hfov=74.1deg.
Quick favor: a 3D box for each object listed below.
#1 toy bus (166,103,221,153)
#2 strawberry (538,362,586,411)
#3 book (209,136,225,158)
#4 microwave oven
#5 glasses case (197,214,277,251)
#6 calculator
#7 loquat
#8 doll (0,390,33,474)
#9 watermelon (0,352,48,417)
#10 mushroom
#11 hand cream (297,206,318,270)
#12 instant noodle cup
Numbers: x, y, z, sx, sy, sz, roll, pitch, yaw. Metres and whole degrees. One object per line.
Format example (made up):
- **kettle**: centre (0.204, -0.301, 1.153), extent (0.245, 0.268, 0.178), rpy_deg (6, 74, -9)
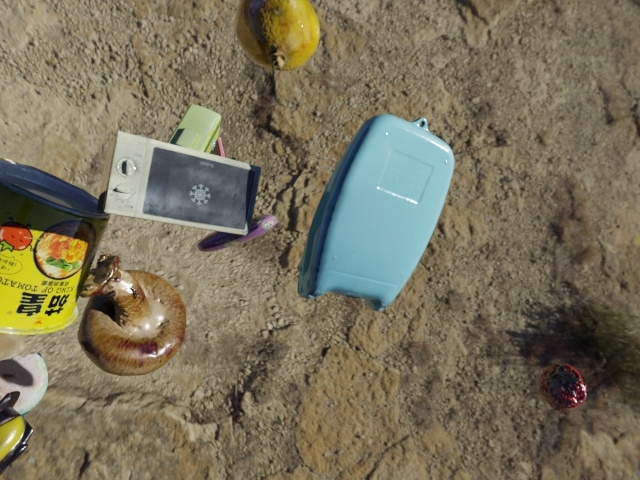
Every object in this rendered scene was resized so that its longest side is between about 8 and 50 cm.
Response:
- **toy bus**: centre (-0.299, -0.224, 0.982), extent (0.088, 0.101, 0.174), rpy_deg (21, 54, -9)
- **strawberry**: centre (0.456, 0.282, 0.803), extent (0.083, 0.083, 0.096), rpy_deg (-42, 141, -21)
- **book**: centre (-0.319, -0.203, 1.261), extent (0.022, 0.162, 0.231), rpy_deg (-26, 125, -34)
- **microwave oven**: centre (-0.260, -0.098, 0.776), extent (0.241, 0.194, 0.145), rpy_deg (9, 92, -31)
- **glasses case**: centre (-0.308, -0.025, 1.555), extent (0.317, 0.123, 0.075), rpy_deg (-19, 92, 19)
- **calculator**: centre (0.114, -0.043, 0.793), extent (0.256, 0.054, 0.385), rpy_deg (15, 102, -30)
- **loquat**: centre (-0.105, -0.517, 1.056), extent (0.214, 0.213, 0.245), rpy_deg (8, 60, -21)
- **doll**: centre (-0.565, 0.372, 0.692), extent (0.127, 0.088, 0.248), rpy_deg (32, 63, -25)
- **watermelon**: centre (-0.851, 0.411, 1.071), extent (0.260, 0.256, 0.176), rpy_deg (-45, 117, -17)
- **mushroom**: centre (-0.558, 0.208, 1.298), extent (0.335, 0.331, 0.356), rpy_deg (25, 110, -19)
- **hand cream**: centre (0.000, 0.000, 1.782), extent (0.147, 0.093, 0.305), rpy_deg (17, 100, 19)
- **instant noodle cup**: centre (-0.606, -0.002, 0.858), extent (0.326, 0.325, 0.253), rpy_deg (28, 93, -17)
